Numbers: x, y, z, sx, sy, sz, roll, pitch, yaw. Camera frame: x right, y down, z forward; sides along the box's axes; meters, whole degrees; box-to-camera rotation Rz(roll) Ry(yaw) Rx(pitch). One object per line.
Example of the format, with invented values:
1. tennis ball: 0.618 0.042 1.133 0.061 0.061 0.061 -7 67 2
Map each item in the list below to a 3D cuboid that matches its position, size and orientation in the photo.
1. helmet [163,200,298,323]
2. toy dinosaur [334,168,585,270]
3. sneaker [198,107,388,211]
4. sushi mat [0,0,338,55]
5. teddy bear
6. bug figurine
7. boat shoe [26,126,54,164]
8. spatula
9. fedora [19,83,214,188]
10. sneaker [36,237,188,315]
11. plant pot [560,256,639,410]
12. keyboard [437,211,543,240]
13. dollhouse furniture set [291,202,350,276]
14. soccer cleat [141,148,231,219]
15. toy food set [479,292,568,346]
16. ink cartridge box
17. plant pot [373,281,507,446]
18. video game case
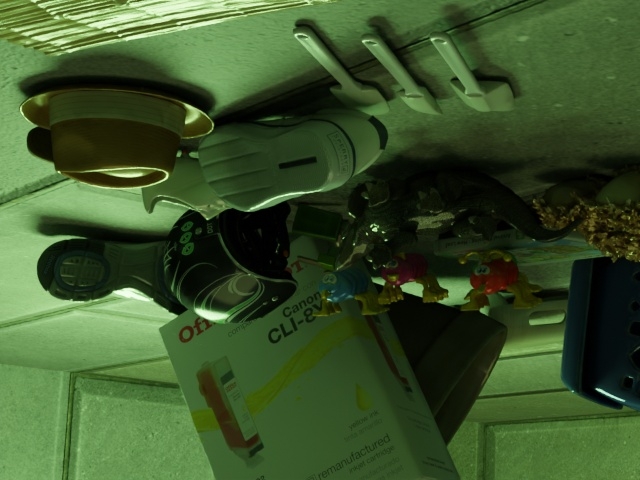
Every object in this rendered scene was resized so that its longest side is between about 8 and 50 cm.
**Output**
1. helmet: -0.111 0.025 1.923 0.169 0.169 0.161 11 150 -33
2. toy dinosaur: 0.135 -0.039 1.733 0.313 0.121 0.160 -13 -168 22
3. sneaker: -0.029 -0.083 1.573 0.091 0.094 0.258 -19 -167 -34
4. sushi mat: -0.155 -0.195 1.236 0.316 0.019 0.151 -5 167 33
5. teddy bear: 0.400 -0.005 1.787 0.245 0.113 0.338 -4 166 37
6. bug figurine: 0.136 0.045 1.866 0.279 0.072 0.216 -4 -177 24
7. boat shoe: -0.251 -0.093 1.663 0.135 0.050 0.045 8 161 -24
8. spatula: 0.078 -0.151 1.406 0.168 0.019 0.242 5 168 18
9. fedora: -0.204 -0.098 1.556 0.194 0.079 0.194 3 168 1
10. sneaker: -0.263 0.039 2.224 0.297 0.111 0.129 10 -177 -21
11. plant pot: 0.459 0.131 2.142 0.212 0.236 0.236 3 170 28
12. keyboard: 0.229 -0.016 1.985 0.108 0.023 0.180 5 169 -41
13. dollhouse furniture set: 0.000 0.000 2.007 0.058 0.076 0.152 14 168 8
14. soccer cleat: -0.102 -0.059 1.724 0.196 0.076 0.068 2 168 2
15. toy food set: 0.288 0.135 2.564 0.219 0.092 0.306 -4 174 -28
16. ink cartridge box: -0.020 0.225 2.125 0.279 0.385 0.160 -32 153 17
17. plant pot: 0.077 0.196 2.327 0.280 0.323 0.323 31 174 15
18. video game case: 0.284 0.007 1.994 0.193 0.023 0.212 -9 169 40
